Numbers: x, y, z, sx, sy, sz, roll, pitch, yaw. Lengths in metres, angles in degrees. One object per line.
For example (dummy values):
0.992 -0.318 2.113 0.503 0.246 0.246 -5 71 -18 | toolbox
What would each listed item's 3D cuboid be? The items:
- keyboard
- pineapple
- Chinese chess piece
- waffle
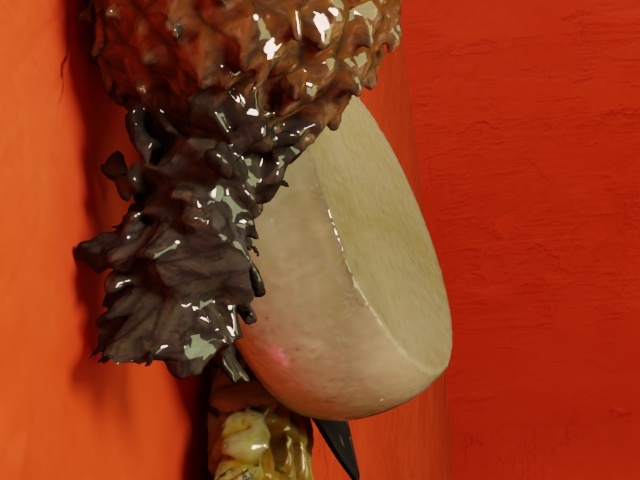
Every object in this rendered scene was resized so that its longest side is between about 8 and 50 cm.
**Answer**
0.015 0.143 1.117 0.381 0.041 0.103 53 22 -63 | keyboard
-0.049 -0.101 0.723 0.202 0.202 0.362 56 42 -72 | pineapple
0.000 0.000 0.904 0.250 0.101 0.250 56 20 -34 | Chinese chess piece
-0.040 0.217 0.957 0.317 0.073 0.297 -82 164 -64 | waffle
